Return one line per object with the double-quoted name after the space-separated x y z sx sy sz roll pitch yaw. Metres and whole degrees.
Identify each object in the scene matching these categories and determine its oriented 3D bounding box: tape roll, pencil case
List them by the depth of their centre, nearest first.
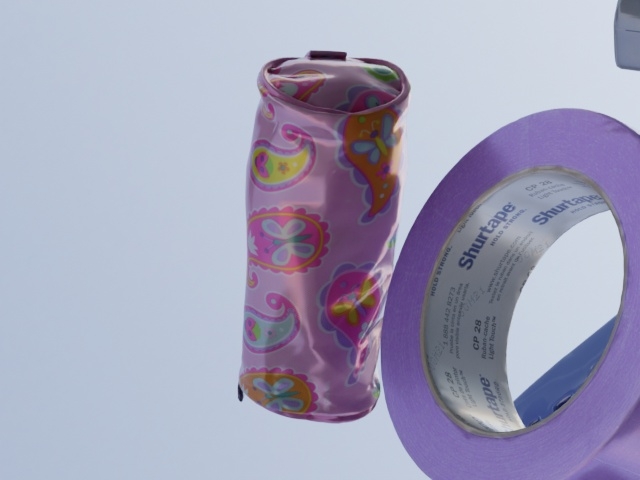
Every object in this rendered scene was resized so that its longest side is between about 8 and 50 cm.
0.165 0.052 1.291 0.090 0.275 0.275 22 -135 -38 "tape roll"
0.000 0.000 1.431 0.124 0.284 0.124 3 -151 -2 "pencil case"

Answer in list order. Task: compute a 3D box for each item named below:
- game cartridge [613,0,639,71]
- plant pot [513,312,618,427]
0.314 -0.139 1.136 0.294 0.196 0.060 -18 -70 -47 "game cartridge"
0.341 0.224 1.846 0.236 0.236 0.212 36 -153 -19 "plant pot"
